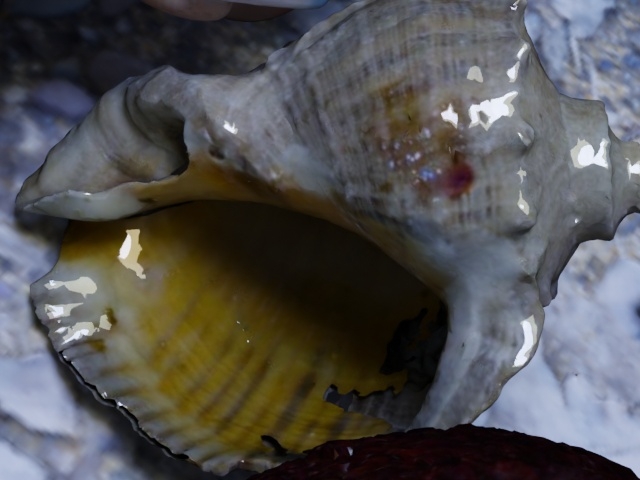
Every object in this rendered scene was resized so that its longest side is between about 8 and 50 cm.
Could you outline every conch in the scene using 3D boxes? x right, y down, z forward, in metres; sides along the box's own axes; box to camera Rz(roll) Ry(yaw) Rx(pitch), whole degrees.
[{"bbox_3d":[0.000,0.000,0.567,0.245,0.163,0.178,1,56,14],"label":"conch"}]

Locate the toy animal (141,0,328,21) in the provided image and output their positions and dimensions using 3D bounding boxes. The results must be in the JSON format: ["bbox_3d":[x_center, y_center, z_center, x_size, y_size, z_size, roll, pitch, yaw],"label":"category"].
[{"bbox_3d":[-0.052,-0.175,0.577,0.256,0.195,0.213,5,44,-29],"label":"toy animal"}]

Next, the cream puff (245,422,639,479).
[{"bbox_3d":[0.035,0.172,0.454,0.239,0.165,0.239,7,75,-26],"label":"cream puff"}]

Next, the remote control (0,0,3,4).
[{"bbox_3d":[-0.264,-0.176,0.617,0.310,0.038,0.090,25,53,-10],"label":"remote control"}]
